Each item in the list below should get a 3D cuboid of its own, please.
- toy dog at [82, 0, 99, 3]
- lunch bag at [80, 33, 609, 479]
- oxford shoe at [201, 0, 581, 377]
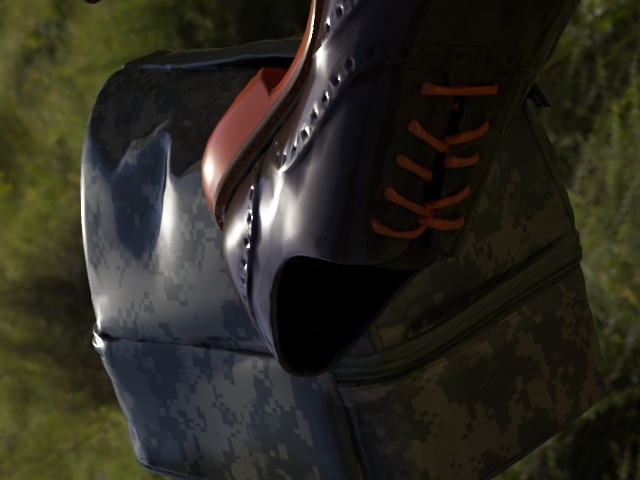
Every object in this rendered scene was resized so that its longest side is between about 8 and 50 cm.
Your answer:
[{"bbox_3d":[0.002,-0.146,0.680,0.220,0.161,0.333,44,166,-19],"label":"toy dog"},{"bbox_3d":[0.000,0.000,0.964,0.305,0.212,0.256,2,115,50],"label":"lunch bag"},{"bbox_3d":[0.039,-0.047,0.536,0.271,0.096,0.098,122,142,-53],"label":"oxford shoe"}]
